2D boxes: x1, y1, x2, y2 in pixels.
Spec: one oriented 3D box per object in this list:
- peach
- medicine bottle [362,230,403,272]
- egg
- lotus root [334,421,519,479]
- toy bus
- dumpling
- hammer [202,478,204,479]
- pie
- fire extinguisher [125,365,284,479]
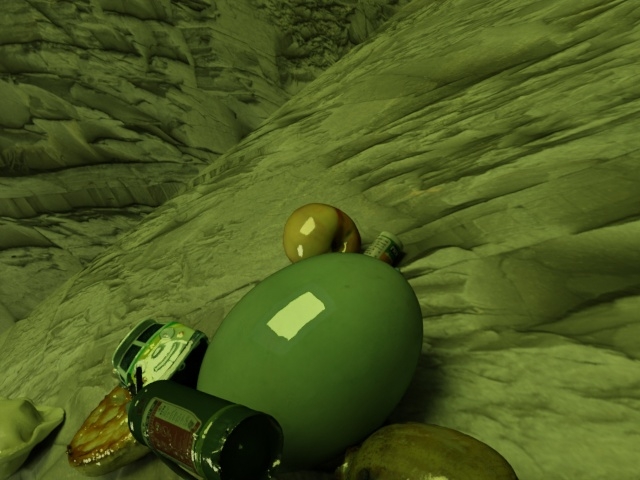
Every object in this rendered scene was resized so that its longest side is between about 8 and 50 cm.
[{"bbox_3d":[0.000,0.000,1.138,0.184,0.184,0.184,-28,28,17],"label":"peach"},{"bbox_3d":[0.098,0.082,1.027,0.092,0.061,0.221,25,64,39],"label":"medicine bottle"},{"bbox_3d":[-0.020,0.182,0.758,0.389,0.276,0.276,-45,26,11],"label":"egg"},{"bbox_3d":[0.107,0.294,0.596,0.278,0.154,0.154,-11,36,53],"label":"lotus root"},{"bbox_3d":[-0.248,0.252,0.894,0.164,0.276,0.134,20,57,25],"label":"toy bus"},{"bbox_3d":[-0.811,0.523,1.340,0.243,0.187,0.318,-7,15,-40],"label":"dumpling"},{"bbox_3d":[-0.183,0.425,0.777,0.202,0.113,0.305,-19,27,25],"label":"hammer"},{"bbox_3d":[-0.412,0.384,1.124,0.315,0.092,0.315,-28,23,13],"label":"pie"},{"bbox_3d":[-0.179,0.236,0.646,0.294,0.118,0.093,-1,3,43],"label":"fire extinguisher"}]
